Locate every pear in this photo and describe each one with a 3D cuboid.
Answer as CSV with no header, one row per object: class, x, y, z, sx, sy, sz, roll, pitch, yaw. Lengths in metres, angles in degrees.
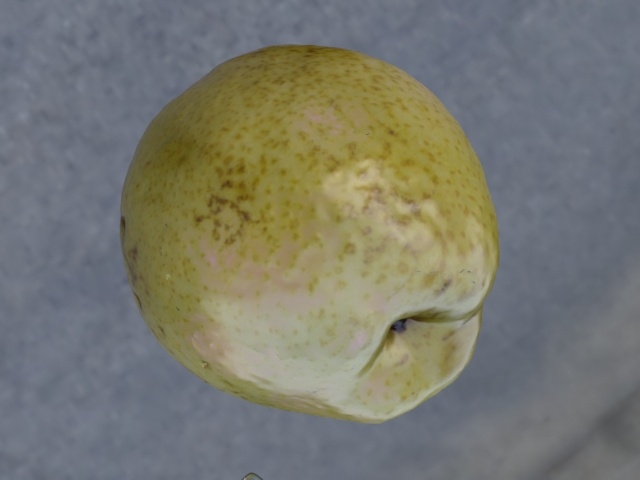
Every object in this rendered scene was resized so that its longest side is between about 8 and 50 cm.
pear,0.000,0.000,0.877,0.178,0.178,0.178,-26,150,-16

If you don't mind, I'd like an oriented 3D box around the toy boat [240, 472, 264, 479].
toy boat,-0.020,0.200,1.218,0.063,0.115,0.016,-42,168,-36
